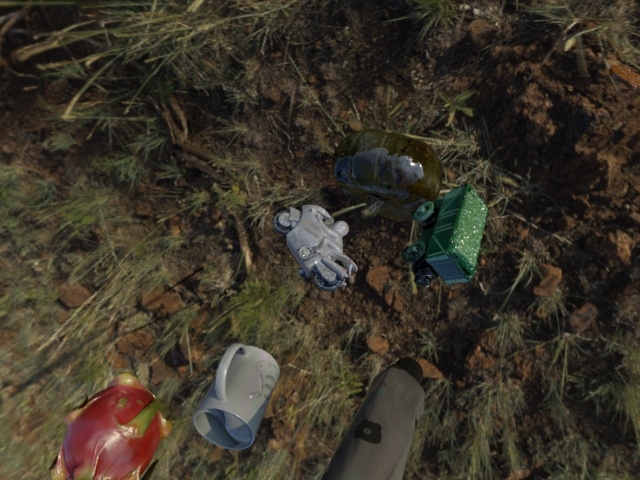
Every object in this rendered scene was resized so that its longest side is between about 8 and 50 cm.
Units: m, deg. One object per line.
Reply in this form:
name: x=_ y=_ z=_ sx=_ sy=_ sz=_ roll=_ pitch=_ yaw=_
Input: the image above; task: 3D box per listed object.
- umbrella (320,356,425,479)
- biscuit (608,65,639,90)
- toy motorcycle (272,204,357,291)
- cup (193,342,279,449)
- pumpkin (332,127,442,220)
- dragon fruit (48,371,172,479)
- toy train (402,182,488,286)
umbrella: x=0.055 y=0.220 z=0.416 sx=0.067 sy=0.337 sz=0.073 roll=-42 pitch=86 yaw=28
biscuit: x=0.656 y=-0.341 z=0.847 sx=0.091 sy=0.078 sz=0.015 roll=25 pitch=139 yaw=5
toy motorcycle: x=0.000 y=0.000 z=1.015 sx=0.260 sy=0.170 sz=0.110 roll=52 pitch=162 yaw=24
cup: x=-0.124 y=0.237 z=0.639 sx=0.099 sy=0.133 sz=0.136 roll=27 pitch=123 yaw=-1
pumpkin: x=0.202 y=-0.163 z=1.105 sx=0.324 sy=0.242 sz=0.232 roll=24 pitch=174 yaw=-31
dragon fruit: x=-0.179 y=0.174 z=0.340 sx=0.086 sy=0.116 sz=0.081 roll=28 pitch=117 yaw=-6
toy train: x=0.290 y=-0.012 z=0.949 sx=0.115 sy=0.270 sz=0.154 roll=43 pitch=143 yaw=-21
